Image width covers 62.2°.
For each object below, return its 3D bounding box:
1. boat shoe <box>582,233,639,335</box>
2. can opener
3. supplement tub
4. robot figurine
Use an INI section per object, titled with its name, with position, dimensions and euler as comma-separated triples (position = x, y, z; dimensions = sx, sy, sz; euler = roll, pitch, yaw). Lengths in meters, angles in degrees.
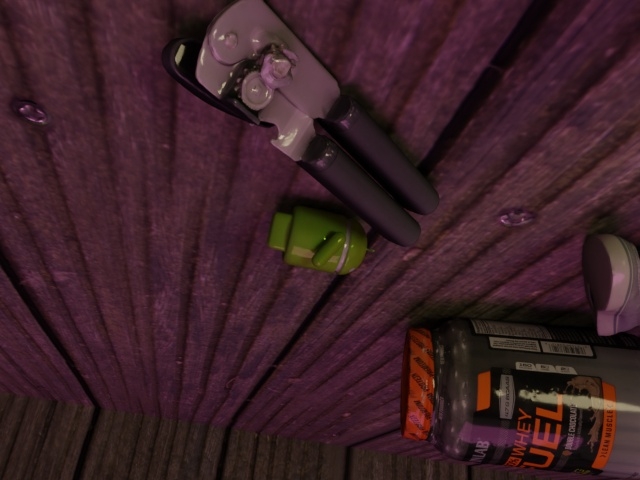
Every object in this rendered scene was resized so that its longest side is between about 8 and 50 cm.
[boat shoe]
position = 0.349, 0.048, 0.600
dimensions = 0.081, 0.079, 0.227
euler = -15, 150, 19
[can opener]
position = 0.004, -0.088, 0.447
dimensions = 0.280, 0.074, 0.093
euler = 35, 175, -38
[supplement tub]
position = 0.293, 0.225, 0.784
dimensions = 0.337, 0.207, 0.207
euler = 4, 151, 6
[robot figurine]
position = 0.000, 0.000, 0.588
dimensions = 0.115, 0.067, 0.101
euler = 12, 178, -10
